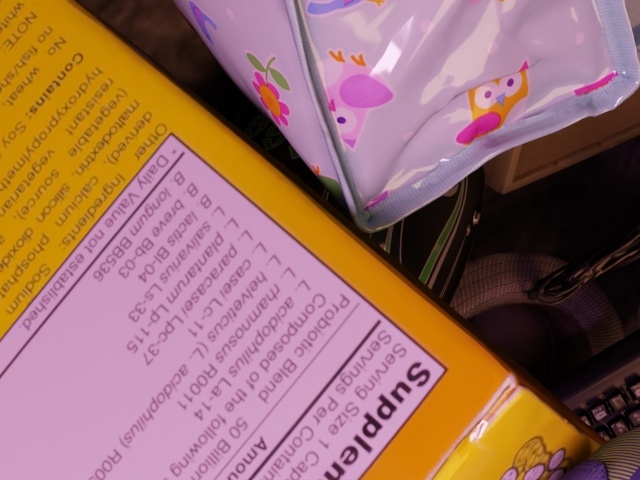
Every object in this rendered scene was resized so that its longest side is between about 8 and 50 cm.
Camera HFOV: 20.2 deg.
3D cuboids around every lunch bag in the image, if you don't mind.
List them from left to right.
[{"bbox_3d":[-0.003,-0.176,0.692,0.160,0.223,0.262,-28,126,-9],"label":"lunch bag"}]

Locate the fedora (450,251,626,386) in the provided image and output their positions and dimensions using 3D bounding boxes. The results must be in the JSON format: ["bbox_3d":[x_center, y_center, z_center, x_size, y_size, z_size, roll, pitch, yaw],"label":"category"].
[{"bbox_3d":[0.078,0.099,1.221,0.275,0.124,0.243,27,99,-48],"label":"fedora"}]

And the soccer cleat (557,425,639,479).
[{"bbox_3d":[0.137,0.167,0.723,0.121,0.093,0.289,-47,151,-18],"label":"soccer cleat"}]

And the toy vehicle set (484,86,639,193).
[{"bbox_3d":[0.191,-0.167,1.167,0.166,0.035,0.267,-22,139,-36],"label":"toy vehicle set"}]

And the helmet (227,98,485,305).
[{"bbox_3d":[0.000,0.000,0.990,0.161,0.169,0.169,-64,149,-7],"label":"helmet"}]

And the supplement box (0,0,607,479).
[{"bbox_3d":[-0.066,0.053,0.777,0.194,0.356,0.195,-50,148,2],"label":"supplement box"}]

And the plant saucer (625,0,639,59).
[{"bbox_3d":[0.119,-0.209,0.891,0.318,0.044,0.317,-8,114,-18],"label":"plant saucer"}]

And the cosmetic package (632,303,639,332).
[{"bbox_3d":[0.486,0.037,1.324,0.329,0.394,0.327,-68,153,-20],"label":"cosmetic package"}]

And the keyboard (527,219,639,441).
[{"bbox_3d":[0.232,0.065,1.127,0.317,0.201,0.033,-32,-171,4],"label":"keyboard"}]
